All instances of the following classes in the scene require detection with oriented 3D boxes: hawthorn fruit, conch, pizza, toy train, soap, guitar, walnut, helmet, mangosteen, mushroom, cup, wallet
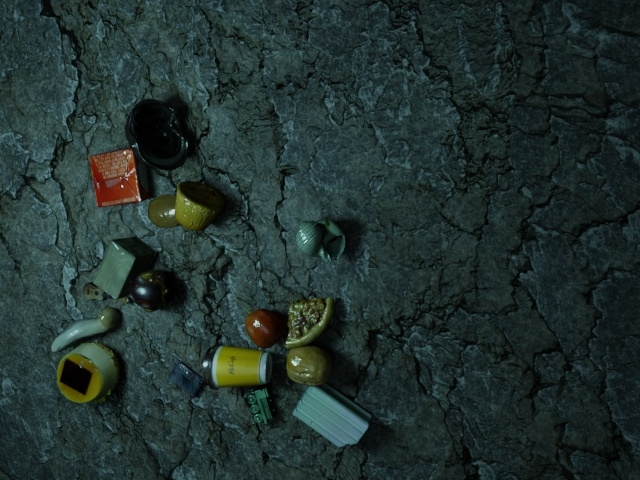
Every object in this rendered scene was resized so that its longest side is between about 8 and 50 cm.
[{"bbox_3d":[-0.272,0.321,1.745,0.285,0.165,0.165,44,106,19],"label":"hawthorn fruit"},{"bbox_3d":[-0.005,-0.004,1.635,0.172,0.131,0.200,-39,116,-9],"label":"conch"},{"bbox_3d":[-0.063,0.312,1.701,0.292,0.058,0.197,-42,66,1],"label":"pizza"},{"bbox_3d":[-0.256,0.723,1.828,0.111,0.071,0.171,-17,93,9],"label":"toy train"},{"bbox_3d":[0.047,0.723,1.731,0.289,0.095,0.173,32,106,9],"label":"soap"},{"bbox_3d":[-1.019,0.260,1.986,0.270,0.038,0.084,9,100,16],"label":"guitar"},{"bbox_3d":[-0.044,0.510,1.697,0.197,0.165,0.165,-1,97,15],"label":"walnut"},{"bbox_3d":[-0.697,-0.419,1.728,0.177,0.224,0.306,-8,92,45],"label":"helmet"},{"bbox_3d":[-0.748,0.238,1.846,0.192,0.192,0.217,25,124,11],"label":"mangosteen"},{"bbox_3d":[-1.108,0.426,1.976,0.328,0.159,0.122,-25,125,14],"label":"mushroom"},{"bbox_3d":[-0.353,0.542,1.775,0.279,0.196,0.197,0,97,8],"label":"cup"},{"bbox_3d":[-0.626,0.646,1.936,0.165,0.030,0.111,33,109,10],"label":"wallet"}]

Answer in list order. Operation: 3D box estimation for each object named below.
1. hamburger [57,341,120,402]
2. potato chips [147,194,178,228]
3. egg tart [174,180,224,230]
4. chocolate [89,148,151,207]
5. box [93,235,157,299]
[{"bbox_3d":[-1.103,0.632,1.988,0.275,0.179,0.294,20,99,9],"label":"hamburger"},{"bbox_3d":[-0.692,-0.129,1.845,0.201,0.049,0.150,-2,92,21],"label":"potato chips"},{"bbox_3d":[-0.520,-0.141,1.732,0.202,0.202,0.147,37,118,8],"label":"egg tart"},{"bbox_3d":[-0.887,-0.275,1.848,0.237,0.108,0.235,-7,95,14],"label":"chocolate"},{"bbox_3d":[-0.878,0.123,1.874,0.155,0.149,0.231,33,105,10],"label":"box"}]
